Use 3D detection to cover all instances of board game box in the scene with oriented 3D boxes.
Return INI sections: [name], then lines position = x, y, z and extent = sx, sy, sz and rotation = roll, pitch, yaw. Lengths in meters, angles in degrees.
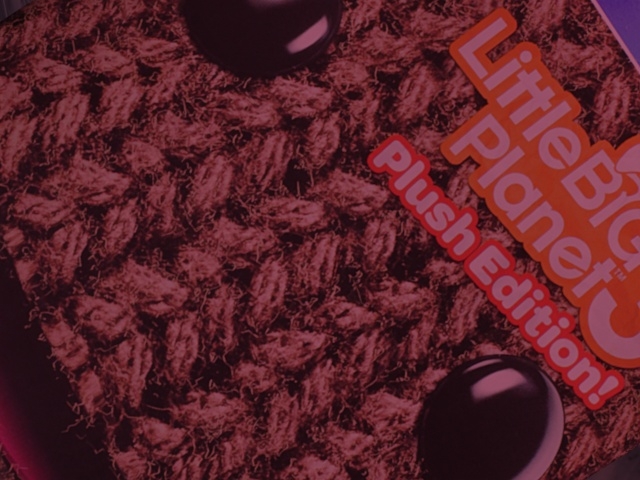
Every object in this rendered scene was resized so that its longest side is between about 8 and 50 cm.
[board game box]
position = 0.000, 0.000, 0.650
extent = 0.232, 0.291, 0.141
rotation = 56, 1, 2
